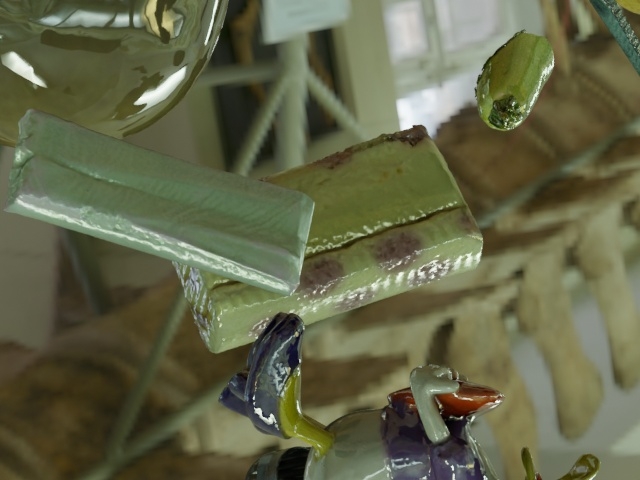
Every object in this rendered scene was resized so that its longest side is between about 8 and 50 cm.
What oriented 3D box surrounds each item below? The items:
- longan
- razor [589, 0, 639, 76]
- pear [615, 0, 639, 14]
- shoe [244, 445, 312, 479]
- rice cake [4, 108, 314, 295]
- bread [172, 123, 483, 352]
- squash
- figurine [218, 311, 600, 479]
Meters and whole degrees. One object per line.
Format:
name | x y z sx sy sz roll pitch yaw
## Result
longan | -0.234 -0.224 1.453 0.319 0.319 0.319 -9 -168 2
razor | 0.312 -0.176 1.672 0.066 0.190 0.033 -48 -154 -15
pear | 0.439 -0.385 1.877 0.314 0.314 0.314 -9 -168 2
shoe | -0.031 0.270 2.014 0.159 0.062 0.053 -15 161 24
rice cake | -0.116 -0.025 1.223 0.222 0.080 0.042 17 151 -11
bread | 0.000 0.000 2.019 0.338 0.187 0.155 -18 161 -13
squash | 0.215 -0.174 1.988 0.075 0.090 0.200 32 -148 2
figurine | 0.102 0.210 1.534 0.421 0.193 0.154 18 176 4
